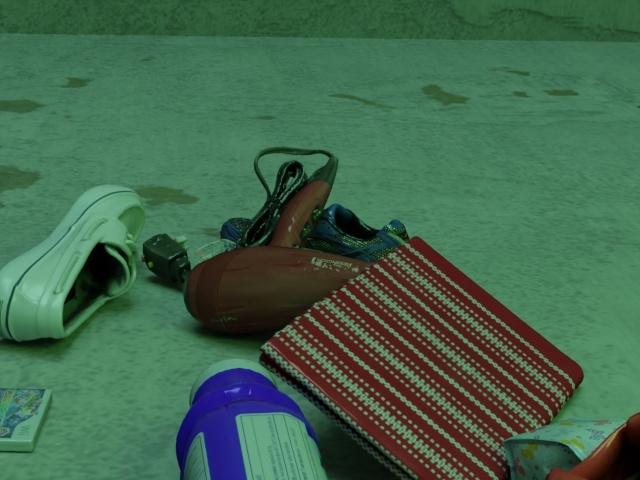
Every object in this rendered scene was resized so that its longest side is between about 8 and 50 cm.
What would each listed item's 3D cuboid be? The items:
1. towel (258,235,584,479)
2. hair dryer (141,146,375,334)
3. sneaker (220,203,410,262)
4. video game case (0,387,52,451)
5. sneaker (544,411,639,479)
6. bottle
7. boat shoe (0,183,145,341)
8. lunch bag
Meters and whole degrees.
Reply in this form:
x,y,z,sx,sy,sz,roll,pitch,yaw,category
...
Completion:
x,y,z,sx,sy,sz,roll,pitch,yaw,category
0.090,0.100,0.995,0.199,0.031,0.275,39,32,13,towel
-0.040,-0.005,1.182,0.223,0.080,0.293,-40,40,-10,hair dryer
0.000,0.000,1.278,0.221,0.087,0.083,10,21,20,sneaker
-0.278,0.138,0.976,0.122,0.011,0.087,2,20,-2,video game case
0.247,0.158,0.823,0.279,0.118,0.107,-15,27,-39,sneaker
-0.041,0.163,0.780,0.092,0.118,0.283,-2,20,-9,bottle
-0.217,0.026,1.196,0.084,0.095,0.258,9,32,16,boat shoe
0.185,0.157,0.895,0.071,0.053,0.083,-11,-2,-35,lunch bag
